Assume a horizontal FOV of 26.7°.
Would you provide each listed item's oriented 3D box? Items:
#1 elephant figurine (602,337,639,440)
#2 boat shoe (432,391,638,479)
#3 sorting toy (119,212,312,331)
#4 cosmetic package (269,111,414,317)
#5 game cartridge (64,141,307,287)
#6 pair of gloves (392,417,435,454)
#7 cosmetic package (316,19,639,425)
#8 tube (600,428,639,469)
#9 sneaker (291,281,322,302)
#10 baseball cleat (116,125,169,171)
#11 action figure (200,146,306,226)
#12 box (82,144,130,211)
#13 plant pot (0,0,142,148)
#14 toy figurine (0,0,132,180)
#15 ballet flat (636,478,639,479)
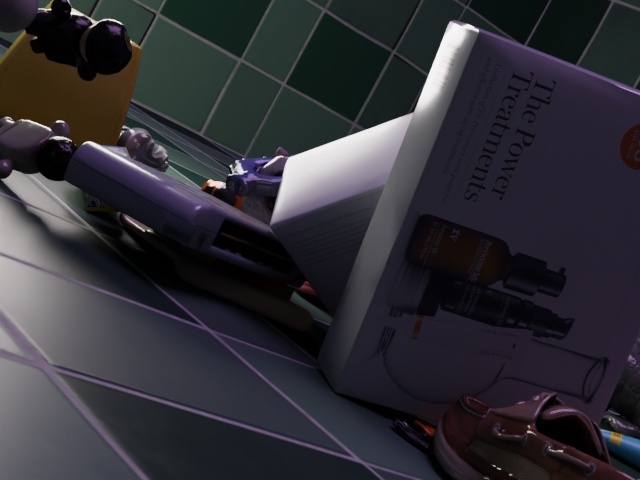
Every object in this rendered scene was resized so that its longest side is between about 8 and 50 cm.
[{"bbox_3d":[0.553,0.280,2.250,0.186,0.169,0.239,-8,43,-31],"label":"elephant figurine"},{"bbox_3d":[0.195,0.194,1.160,0.123,0.116,0.324,29,5,-20],"label":"boat shoe"},{"bbox_3d":[-0.120,0.026,1.572,0.193,0.038,0.208,26,6,-32],"label":"sorting toy"},{"bbox_3d":[0.100,-0.009,1.509,0.224,0.224,0.138,56,27,-32],"label":"cosmetic package"},{"bbox_3d":[-0.141,-0.028,1.494,0.198,0.062,0.297,32,4,28],"label":"game cartridge"},{"bbox_3d":[0.108,0.195,1.299,0.074,0.010,0.083,33,9,30],"label":"pair of gloves"},{"bbox_3d":[0.198,0.008,1.350,0.284,0.377,0.097,17,11,-18],"label":"cosmetic package"},{"bbox_3d":[0.470,0.314,1.970,0.207,0.052,0.080,24,-6,11],"label":"tube"},{"bbox_3d":[0.001,0.000,1.953,0.116,0.136,0.314,28,5,-27],"label":"sneaker"},{"bbox_3d":[-0.309,-0.149,2.157,0.109,0.072,0.206,31,-5,11],"label":"baseball cleat"},{"bbox_3d":[-0.006,-0.038,1.768,0.341,0.178,0.330,-5,16,-31],"label":"action figure"},{"bbox_3d":[-0.259,-0.077,1.633,0.054,0.059,0.169,4,10,-13],"label":"box"},{"bbox_3d":[-0.379,-0.246,2.027,0.212,0.187,0.212,27,5,-15],"label":"plant pot"},{"bbox_3d":[-0.323,-0.170,1.416,0.148,0.209,0.213,18,-3,38],"label":"toy figurine"},{"bbox_3d":[0.320,0.275,1.274,0.221,0.079,0.077,29,6,9],"label":"ballet flat"}]
